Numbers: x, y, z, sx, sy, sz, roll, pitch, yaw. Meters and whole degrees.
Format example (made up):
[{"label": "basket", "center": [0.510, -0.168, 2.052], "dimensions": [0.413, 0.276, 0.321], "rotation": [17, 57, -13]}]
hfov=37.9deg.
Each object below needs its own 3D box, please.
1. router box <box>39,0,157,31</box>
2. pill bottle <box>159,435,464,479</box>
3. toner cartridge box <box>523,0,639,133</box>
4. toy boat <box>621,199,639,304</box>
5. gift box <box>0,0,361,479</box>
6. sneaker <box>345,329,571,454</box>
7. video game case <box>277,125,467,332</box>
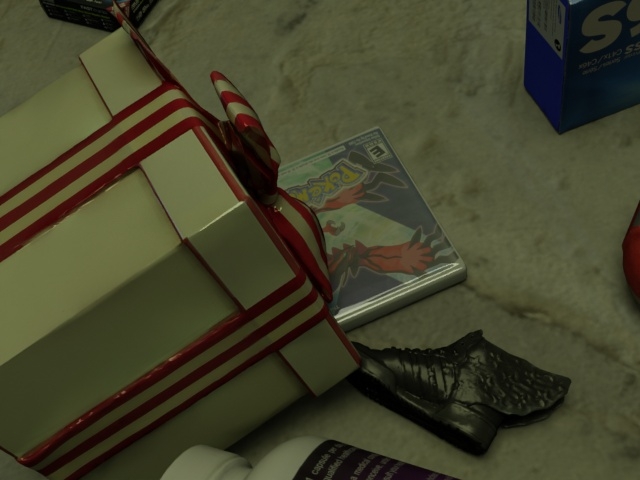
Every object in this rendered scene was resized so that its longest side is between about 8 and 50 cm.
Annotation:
[{"label": "router box", "center": [-0.246, -0.288, 1.062], "dimensions": [0.123, 0.038, 0.092], "rotation": [17, 60, 20]}, {"label": "pill bottle", "center": [0.050, 0.231, 0.573], "dimensions": [0.323, 0.181, 0.181], "rotation": [14, 60, 19]}, {"label": "toner cartridge box", "center": [0.359, -0.231, 0.839], "dimensions": [0.348, 0.165, 0.075], "rotation": [-21, 56, -4]}, {"label": "toy boat", "center": [0.351, -0.002, 0.693], "dimensions": [0.231, 0.151, 0.151], "rotation": [19, 62, 21]}, {"label": "gift box", "center": [-0.142, 0.001, 0.696], "dimensions": [0.258, 0.255, 0.276], "rotation": [-33, 55, -1]}, {"label": "sneaker", "center": [0.100, 0.104, 0.731], "dimensions": [0.170, 0.051, 0.089], "rotation": [29, 65, 21]}, {"label": "video game case", "center": [0.000, 0.000, 0.833], "dimensions": [0.201, 0.023, 0.183], "rotation": [-23, 56, -6]}]
